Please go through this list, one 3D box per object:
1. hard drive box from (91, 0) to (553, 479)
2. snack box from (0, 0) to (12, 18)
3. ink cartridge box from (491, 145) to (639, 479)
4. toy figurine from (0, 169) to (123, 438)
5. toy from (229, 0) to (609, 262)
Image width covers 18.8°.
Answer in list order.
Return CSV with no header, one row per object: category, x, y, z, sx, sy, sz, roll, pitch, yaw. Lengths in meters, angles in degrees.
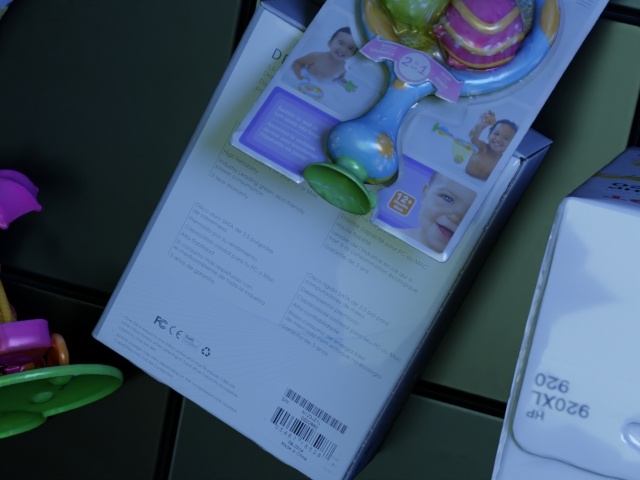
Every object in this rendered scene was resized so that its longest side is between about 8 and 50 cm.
hard drive box,0.000,0.000,1.148,0.181,0.089,0.232,32,107,11
snack box,-0.246,-0.232,1.201,0.174,0.070,0.207,39,106,9
ink cartridge box,0.208,0.058,1.015,0.171,0.232,0.168,14,103,15
toy figurine,-0.210,0.033,1.221,0.173,0.130,0.159,138,121,-62
toy,0.068,-0.119,1.059,0.137,0.056,0.237,29,72,10
